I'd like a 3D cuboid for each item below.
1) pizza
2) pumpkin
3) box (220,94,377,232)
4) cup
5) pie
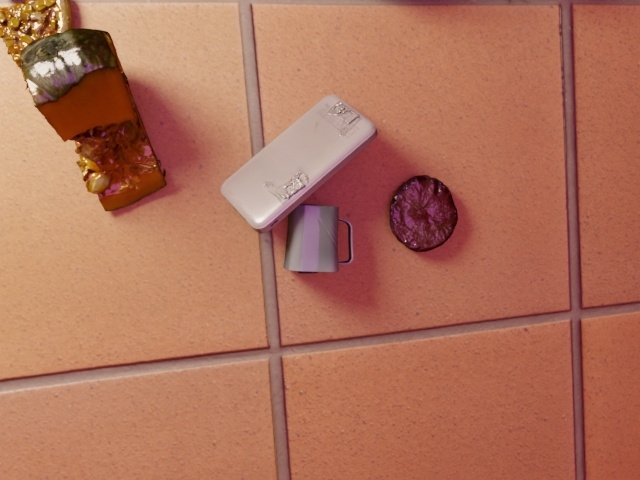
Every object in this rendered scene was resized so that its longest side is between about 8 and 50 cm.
[{"bbox_3d":[-0.486,-0.353,0.924,0.131,0.041,0.178,33,86,-11],"label":"pizza"},{"bbox_3d":[-0.355,-0.193,0.888,0.139,0.190,0.281,-23,99,-11],"label":"pumpkin"},{"bbox_3d":[-0.041,-0.144,1.000,0.285,0.044,0.142,-41,60,-6],"label":"box"},{"bbox_3d":[0.000,0.000,1.028,0.128,0.095,0.129,3,92,-13],"label":"cup"},{"bbox_3d":[0.204,-0.053,1.098,0.154,0.036,0.154,-1,94,-12],"label":"pie"}]
